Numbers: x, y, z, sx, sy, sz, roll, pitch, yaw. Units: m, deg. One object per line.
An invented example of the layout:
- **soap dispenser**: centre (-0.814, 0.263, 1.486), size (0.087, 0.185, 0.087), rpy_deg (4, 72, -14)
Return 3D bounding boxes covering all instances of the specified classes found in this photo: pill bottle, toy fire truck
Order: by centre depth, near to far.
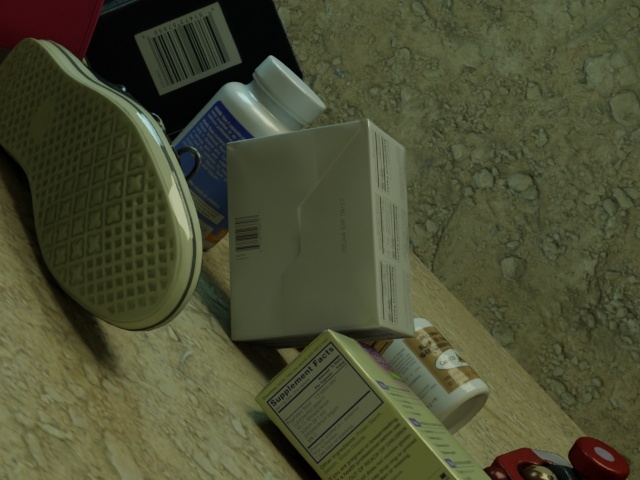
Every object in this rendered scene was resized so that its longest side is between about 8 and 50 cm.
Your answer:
- **pill bottle**: centre (-0.123, -0.131, 1.687), size (0.152, 0.272, 0.152), rpy_deg (43, 10, -9)
- **toy fire truck**: centre (0.380, 0.426, 1.831), size (0.254, 0.169, 0.302), rpy_deg (17, 22, -30)
- **pill bottle**: centre (0.149, 0.198, 1.858), size (0.229, 0.131, 0.131), rpy_deg (48, 10, 25)

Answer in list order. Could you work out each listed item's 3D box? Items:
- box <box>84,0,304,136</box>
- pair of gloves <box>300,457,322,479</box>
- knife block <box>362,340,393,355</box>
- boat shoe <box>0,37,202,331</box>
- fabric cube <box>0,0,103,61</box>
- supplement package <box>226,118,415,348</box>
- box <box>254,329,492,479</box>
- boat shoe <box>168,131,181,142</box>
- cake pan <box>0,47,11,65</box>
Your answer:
- **box**: centre (-0.216, -0.328, 1.894), size (0.395, 0.294, 0.212), rpy_deg (-113, 180, -72)
- **pair of gloves**: centre (0.009, 0.275, 1.281), size (0.074, 0.010, 0.083), rpy_deg (41, 9, -19)
- **knife block**: centre (-0.010, 0.078, 1.767), size (0.276, 0.088, 0.242), rpy_deg (38, 12, 4)
- **boat shoe**: centre (-0.226, -0.068, 1.264), size (0.156, 0.186, 0.500), rpy_deg (29, 12, -40)
- **fabric cube**: centre (-0.413, -0.408, 1.472), size (0.258, 0.254, 0.259), rpy_deg (9, 29, -31)
- **supplement package**: centre (0.000, 0.000, 1.511), size (0.145, 0.204, 0.261), rpy_deg (25, 60, -64)
- **box**: centre (0.071, 0.238, 1.346), size (0.243, 0.117, 0.213), rpy_deg (49, 6, 18)
- **boat shoe**: centre (-0.205, -0.122, 1.889), size (0.098, 0.096, 0.277), rpy_deg (-8, 24, -34)
- **cake pan**: centre (-0.436, -0.281, 1.686), size (0.293, 0.054, 0.293), rpy_deg (43, 9, -8)
